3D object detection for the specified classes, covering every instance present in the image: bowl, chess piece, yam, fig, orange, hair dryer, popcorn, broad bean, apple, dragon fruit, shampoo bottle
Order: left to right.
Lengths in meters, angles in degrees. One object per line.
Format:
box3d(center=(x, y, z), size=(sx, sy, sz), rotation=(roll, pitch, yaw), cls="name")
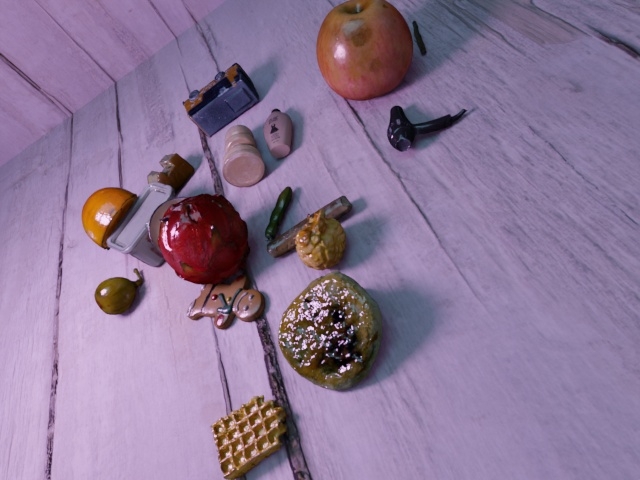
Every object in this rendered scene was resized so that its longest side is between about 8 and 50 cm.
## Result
box3d(center=(-0.833, -0.093, 1.924), size=(0.274, 0.274, 0.310), rotation=(-51, 38, -10), cls="orange")
box3d(center=(-0.758, 0.202, 1.805), size=(0.148, 0.187, 0.142), rotation=(15, 111, 48), cls="fig")
box3d(center=(-0.514, -0.036, 1.770), size=(0.237, 0.238, 0.126), rotation=(-57, 12, -15), cls="bowl")
box3d(center=(-0.390, -0.008, 1.598), size=(0.296, 0.301, 0.295), rotation=(-18, 19, 7), cls="dragon fruit")
box3d(center=(-0.322, -0.366, 1.920), size=(0.167, 0.167, 0.299), rotation=(-28, 44, 11), cls="chess piece")
box3d(center=(-0.173, -0.447, 1.931), size=(0.127, 0.078, 0.256), rotation=(-23, 48, 16), cls="shampoo bottle")
box3d(center=(-0.150, -0.093, 1.679), size=(0.065, 0.047, 0.254), rotation=(-43, 25, 55), cls="broad bean")
box3d(center=(-0.037, -0.044, 1.566), size=(0.318, 0.067, 0.071), rotation=(-32, 60, 9), cls="yam")
box3d(center=(0.000, 0.000, 1.450), size=(0.170, 0.180, 0.180), rotation=(41, 83, 10), cls="popcorn")
box3d(center=(0.154, -0.711, 1.755), size=(0.364, 0.364, 0.363), rotation=(-16, 51, 21), cls="apple")
box3d(center=(0.389, -0.811, 1.892), size=(0.027, 0.029, 0.234), rotation=(-2, 51, -2), cls="yam")
box3d(center=(0.358, -0.400, 1.599), size=(0.272, 0.091, 0.235), rotation=(-9, 43, 11), cls="hair dryer")

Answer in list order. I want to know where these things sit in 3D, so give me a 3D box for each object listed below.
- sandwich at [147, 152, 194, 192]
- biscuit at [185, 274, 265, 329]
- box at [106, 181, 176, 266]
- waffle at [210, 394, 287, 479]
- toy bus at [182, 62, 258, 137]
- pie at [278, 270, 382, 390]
box3d(center=(-0.679, -0.261, 2.076), size=(0.122, 0.128, 0.235), rotation=(13, 65, 46), cls="sandwich")
box3d(center=(-0.310, 0.198, 1.574), size=(0.302, 0.049, 0.196), rotation=(7, 64, 34), cls="biscuit")
box3d(center=(-0.653, -0.052, 1.868), size=(0.176, 0.182, 0.311), rotation=(17, 69, 38), cls="box")
box3d(center=(-0.181, 0.507, 1.263), size=(0.211, 0.055, 0.160), rotation=(-36, 48, 4), cls="waffle")
box3d(center=(-0.458, -0.648, 2.198), size=(0.324, 0.162, 0.194), rotation=(-33, 48, 9), cls="toy bus")
box3d(center=(0.023, 0.244, 1.263), size=(0.324, 0.071, 0.322), rotation=(-6, 78, 32), cls="pie")
